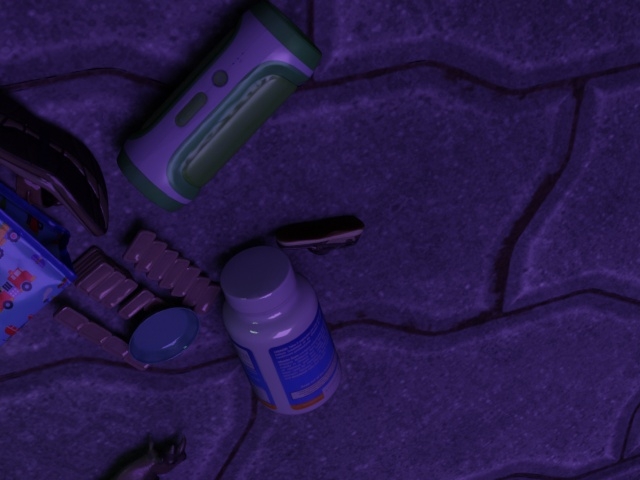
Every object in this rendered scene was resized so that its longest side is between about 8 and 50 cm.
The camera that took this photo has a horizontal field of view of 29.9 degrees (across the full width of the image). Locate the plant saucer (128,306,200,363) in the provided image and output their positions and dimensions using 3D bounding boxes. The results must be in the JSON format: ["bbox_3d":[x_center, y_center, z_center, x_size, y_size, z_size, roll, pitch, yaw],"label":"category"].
[{"bbox_3d":[-0.245,0.142,1.857,0.119,0.021,0.119,-21,139,-19],"label":"plant saucer"}]

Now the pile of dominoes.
[{"bbox_3d":[-0.277,0.084,1.823,0.196,0.040,0.251,-41,143,4],"label":"pile of dominoes"}]

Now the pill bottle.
[{"bbox_3d":[-0.067,0.139,1.892,0.152,0.152,0.272,-26,134,-9],"label":"pill bottle"}]

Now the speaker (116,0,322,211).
[{"bbox_3d":[-0.137,-0.179,1.613,0.296,0.131,0.131,-45,134,9],"label":"speaker"}]

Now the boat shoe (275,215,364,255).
[{"bbox_3d":[0.000,0.000,1.885,0.152,0.056,0.049,-9,124,-24],"label":"boat shoe"}]

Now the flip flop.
[{"bbox_3d":[-0.375,-0.095,1.569,0.080,0.112,0.277,-23,142,25],"label":"flip flop"}]

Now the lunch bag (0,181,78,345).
[{"bbox_3d":[-0.505,0.005,1.570,0.221,0.138,0.293,-42,122,8],"label":"lunch bag"}]

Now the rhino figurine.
[{"bbox_3d":[-0.313,0.418,2.031,0.243,0.073,0.106,-45,137,7],"label":"rhino figurine"}]
